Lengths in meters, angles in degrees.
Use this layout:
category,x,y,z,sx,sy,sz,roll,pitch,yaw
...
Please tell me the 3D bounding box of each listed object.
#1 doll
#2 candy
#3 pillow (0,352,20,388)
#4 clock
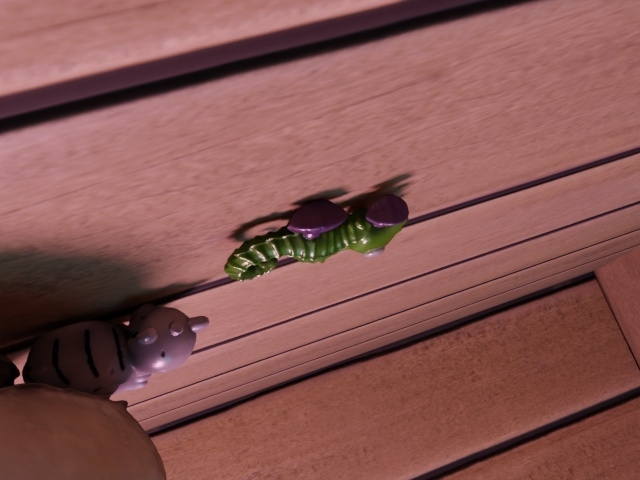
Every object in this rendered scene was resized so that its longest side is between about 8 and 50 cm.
category,x,y,z,sx,sy,sz,roll,pitch,yaw
doll,0.000,0.000,0.666,0.190,0.050,0.115,-11,156,-28
candy,-0.343,0.217,0.582,0.387,0.186,0.427,-7,156,12
pillow,-0.343,0.131,0.655,0.131,0.038,0.232,7,156,-18
clock,-0.211,0.114,0.729,0.176,0.079,0.117,-10,163,-39
